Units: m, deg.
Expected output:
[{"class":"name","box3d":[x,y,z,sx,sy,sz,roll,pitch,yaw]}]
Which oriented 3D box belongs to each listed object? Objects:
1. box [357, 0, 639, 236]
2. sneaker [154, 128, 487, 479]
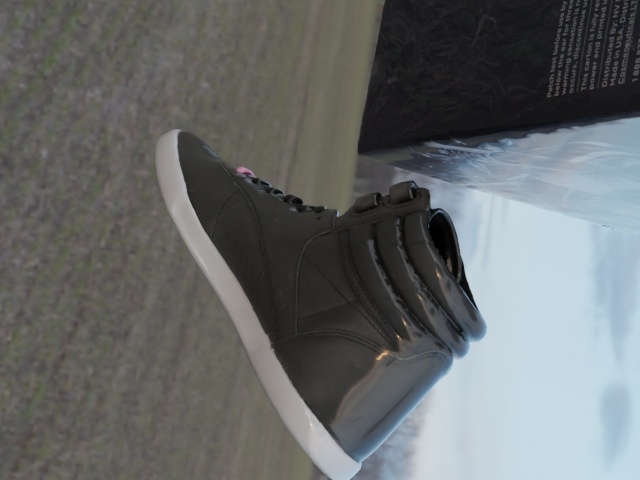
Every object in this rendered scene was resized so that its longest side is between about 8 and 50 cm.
[{"class":"box","box3d":[0.256,-0.108,0.761,0.312,0.343,0.179,1,-102,64]},{"class":"sneaker","box3d":[0.000,0.000,0.732,0.296,0.147,0.104,56,3,40]}]
